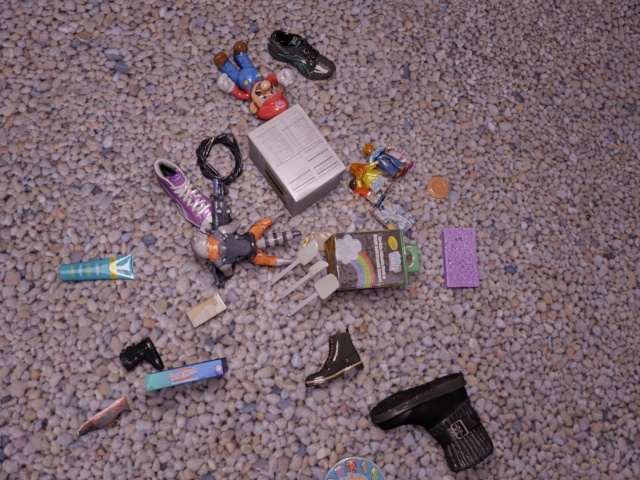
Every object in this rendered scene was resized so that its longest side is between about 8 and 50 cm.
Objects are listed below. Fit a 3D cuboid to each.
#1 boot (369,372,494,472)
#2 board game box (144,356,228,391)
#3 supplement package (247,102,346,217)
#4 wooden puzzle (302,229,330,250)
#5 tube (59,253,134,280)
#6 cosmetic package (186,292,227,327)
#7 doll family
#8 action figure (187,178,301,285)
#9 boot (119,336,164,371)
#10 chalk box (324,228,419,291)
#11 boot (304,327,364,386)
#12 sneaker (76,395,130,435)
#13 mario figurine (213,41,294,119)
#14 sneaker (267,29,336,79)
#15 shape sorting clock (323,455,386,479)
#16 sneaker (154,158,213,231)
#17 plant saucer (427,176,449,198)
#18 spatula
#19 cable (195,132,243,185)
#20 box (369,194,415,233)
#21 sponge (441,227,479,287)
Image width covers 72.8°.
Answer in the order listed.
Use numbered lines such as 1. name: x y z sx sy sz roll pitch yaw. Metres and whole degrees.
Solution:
1. boot: 0.347 0.587 1.338 0.347 0.131 0.261 -16 80 -11
2. board game box: -0.385 0.389 1.275 0.210 0.160 0.047 -11 79 -10
3. supplement package: -0.083 -0.256 1.428 0.198 0.199 0.263 -35 84 -12
4. wooden puzzle: 0.000 0.000 1.481 0.116 0.014 0.079 8 82 -5
5. tube: -0.695 0.092 1.361 0.206 0.052 0.080 -5 88 -15
6. cosmetic package: -0.358 0.221 1.374 0.115 0.041 0.060 -33 84 -12
7. doll family: 0.197 -0.256 1.496 0.163 0.118 0.263 36 76 17
8. action figure: -0.246 -0.031 1.356 0.329 0.178 0.342 -11 97 -27
9. boot: -0.545 0.362 1.320 0.099 0.045 0.121 -31 76 -14
10. chalk box: 0.171 0.067 1.399 0.288 0.179 0.181 -3 82 -9
11. boot: 0.026 0.374 1.381 0.197 0.077 0.137 -14 75 -23
12. sneaker: -0.630 0.528 1.268 0.157 0.061 0.065 -35 91 -12
13. mario figurine: -0.223 -0.554 1.486 0.198 0.170 0.321 -45 77 21
14. sneaker: -0.067 -0.669 1.568 0.267 0.106 0.101 22 75 -3
15. shape sorting clock: 0.104 0.765 1.317 0.205 0.040 0.207 1 78 -6
16. sneaker: -0.427 -0.144 1.384 0.282 0.161 0.102 42 75 2
17. plant saucer: 0.428 -0.192 1.574 0.083 0.013 0.084 1 79 -7
18. spatula: -0.059 0.131 1.354 0.242 0.019 0.168 -39 76 31
19. cable: -0.343 -0.274 1.479 0.150 0.047 0.185 -14 81 -10
20. box: 0.252 -0.080 1.521 0.094 0.027 0.137 -43 86 -15
21. sponge: 0.488 0.061 1.518 0.117 0.031 0.210 1 78 -7
